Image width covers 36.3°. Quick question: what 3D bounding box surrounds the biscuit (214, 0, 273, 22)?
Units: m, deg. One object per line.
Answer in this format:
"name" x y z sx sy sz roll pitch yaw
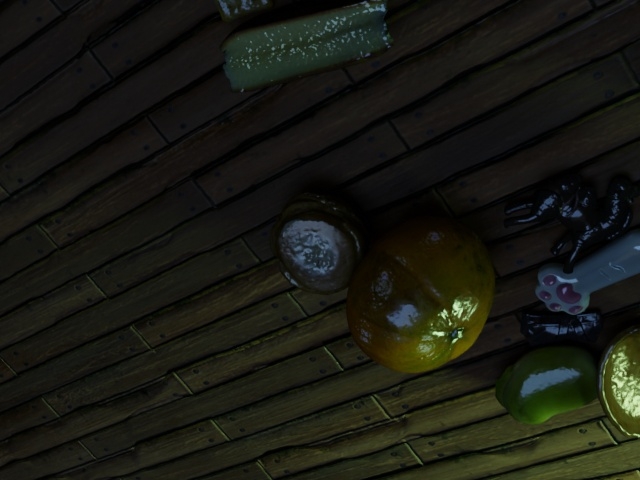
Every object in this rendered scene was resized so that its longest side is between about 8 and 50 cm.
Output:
"biscuit" -0.114 -0.343 1.330 0.083 0.018 0.081 -10 121 26

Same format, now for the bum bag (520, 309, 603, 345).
"bum bag" 0.368 0.134 1.491 0.125 0.034 0.057 -5 109 22

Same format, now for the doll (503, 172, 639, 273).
"doll" 0.358 -0.040 1.358 0.139 0.057 0.165 40 119 -9

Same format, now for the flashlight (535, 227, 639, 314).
"flashlight" 0.402 0.046 1.407 0.200 0.047 0.093 -32 110 35

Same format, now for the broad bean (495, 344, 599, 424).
"broad bean" 0.358 0.223 1.538 0.174 0.082 0.124 -38 109 26

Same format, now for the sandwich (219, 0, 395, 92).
"sandwich" -0.011 -0.269 1.300 0.258 0.096 0.094 -8 115 26

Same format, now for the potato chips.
"potato chips" 0.489 0.213 1.483 0.150 0.049 0.201 -33 110 7

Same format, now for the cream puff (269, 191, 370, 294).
"cream puff" 0.000 0.000 1.476 0.150 0.115 0.165 6 117 7

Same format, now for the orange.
"orange" 0.150 0.082 1.413 0.171 0.240 0.240 43 144 44
